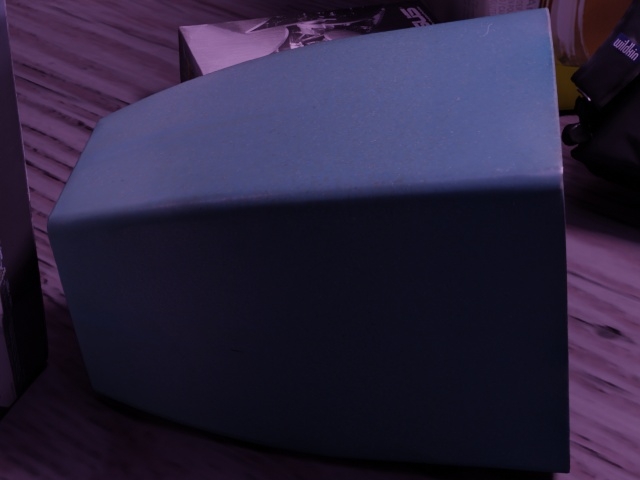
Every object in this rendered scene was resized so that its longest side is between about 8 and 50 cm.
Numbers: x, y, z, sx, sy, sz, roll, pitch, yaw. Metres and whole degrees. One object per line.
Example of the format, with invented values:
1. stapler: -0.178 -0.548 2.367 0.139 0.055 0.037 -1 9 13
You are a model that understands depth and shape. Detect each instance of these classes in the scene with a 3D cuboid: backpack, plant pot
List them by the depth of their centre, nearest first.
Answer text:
1. plant pot: 0.000 0.000 0.629 0.234 0.165 0.166 -2 34 10
2. backpack: 0.245 -0.113 0.783 0.152 0.182 0.115 18 -5 17

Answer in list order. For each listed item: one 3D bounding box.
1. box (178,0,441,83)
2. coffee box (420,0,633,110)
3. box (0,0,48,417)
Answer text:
1. box: 0.020 -0.079 0.828 0.183 0.056 0.231 -8 36 -15
2. coffee box: 0.247 -0.328 0.951 0.334 0.338 0.338 -4 35 -9
3. box: -0.222 0.037 0.490 0.076 0.242 0.307 12 35 15
